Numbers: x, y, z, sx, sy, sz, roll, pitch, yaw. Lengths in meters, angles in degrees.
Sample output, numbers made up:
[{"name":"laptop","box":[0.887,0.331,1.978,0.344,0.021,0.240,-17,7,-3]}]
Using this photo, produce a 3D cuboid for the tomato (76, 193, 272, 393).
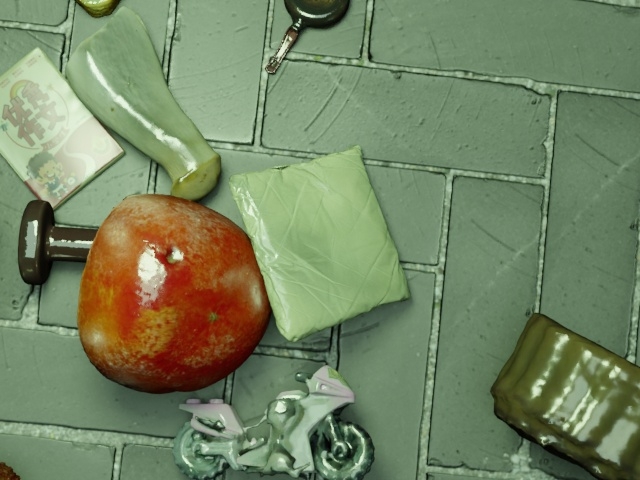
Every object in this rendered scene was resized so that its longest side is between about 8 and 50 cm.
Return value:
[{"name":"tomato","box":[-0.198,0.095,1.692,0.338,0.143,0.338,-7,101,-37]}]

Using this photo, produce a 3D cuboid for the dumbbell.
[{"name":"dumbbell","box":[-0.364,0.009,1.778,0.225,0.124,0.140,3,84,-2]}]

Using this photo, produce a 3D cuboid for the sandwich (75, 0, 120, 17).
[{"name":"sandwich","box":[-0.366,-0.501,1.853,0.186,0.065,0.215,45,85,1]}]

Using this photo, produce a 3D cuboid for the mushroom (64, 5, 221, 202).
[{"name":"mushroom","box":[-0.276,-0.213,1.805,0.159,0.122,0.329,-39,88,4]}]

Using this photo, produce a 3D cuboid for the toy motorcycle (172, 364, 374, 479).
[{"name":"toy motorcycle","box":[-0.074,0.292,1.769,0.327,0.143,0.188,0,76,12]}]

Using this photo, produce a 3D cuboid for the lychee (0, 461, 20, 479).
[{"name":"lychee","box":[-0.526,0.401,1.736,0.129,0.123,0.123,12,84,-1]}]

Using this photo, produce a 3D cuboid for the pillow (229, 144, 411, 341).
[{"name":"pillow","box":[0.001,0.001,1.774,0.280,0.076,0.274,-18,85,-40]}]

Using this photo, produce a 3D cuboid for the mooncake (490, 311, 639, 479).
[{"name":"mooncake","box":[0.421,0.263,1.702,0.324,0.324,0.187,31,88,0]}]

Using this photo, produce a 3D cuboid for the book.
[{"name":"book","box":[-0.458,-0.184,1.842,0.162,0.022,0.232,-39,89,-6]}]

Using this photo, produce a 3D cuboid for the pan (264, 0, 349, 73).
[{"name":"pan","box":[-0.034,-0.375,1.872,0.115,0.040,0.212,33,84,6]}]
